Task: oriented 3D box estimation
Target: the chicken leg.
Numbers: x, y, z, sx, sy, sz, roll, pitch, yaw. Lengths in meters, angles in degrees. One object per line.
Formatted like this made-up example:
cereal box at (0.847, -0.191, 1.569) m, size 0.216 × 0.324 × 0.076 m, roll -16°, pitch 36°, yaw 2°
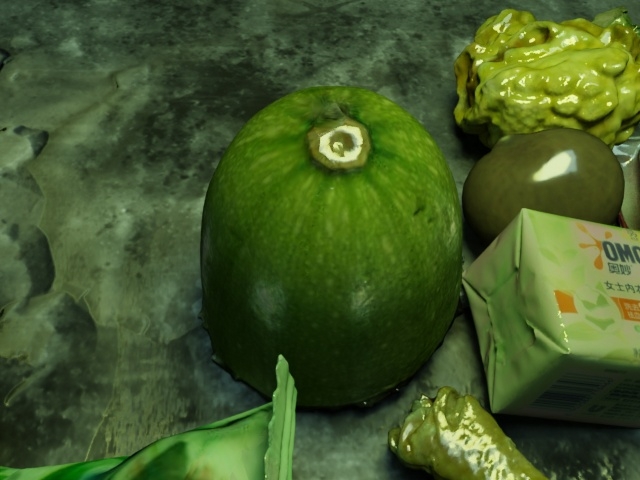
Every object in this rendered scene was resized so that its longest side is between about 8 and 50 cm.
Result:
chicken leg at (0.199, 0.285, 0.603) m, size 0.201 × 0.153 × 0.429 m, roll -29°, pitch 51°, yaw -16°

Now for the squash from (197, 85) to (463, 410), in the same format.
squash at (-0.002, -0.032, 0.709) m, size 0.310 × 0.309 × 0.310 m, roll -3°, pitch 52°, yaw 4°

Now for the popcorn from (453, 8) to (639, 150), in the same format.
popcorn at (0.290, -0.206, 0.967) m, size 0.225 × 0.174 × 0.286 m, roll -32°, pitch 43°, yaw -24°

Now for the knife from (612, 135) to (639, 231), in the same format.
knife at (0.433, -0.089, 0.974) m, size 0.123 × 0.053 × 0.278 m, roll 8°, pitch 52°, yaw 8°

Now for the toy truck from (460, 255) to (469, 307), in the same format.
toy truck at (0.157, 0.044, 0.854) m, size 0.044 × 0.039 × 0.083 m, roll -16°, pitch 51°, yaw 4°

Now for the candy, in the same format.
candy at (-0.198, 0.264, 0.564) m, size 0.397 × 0.172 × 0.263 m, roll -14°, pitch 40°, yaw 6°

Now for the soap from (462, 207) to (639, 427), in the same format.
soap at (0.277, 0.083, 0.748) m, size 0.199 × 0.138 × 0.182 m, roll 9°, pitch 49°, yaw -16°

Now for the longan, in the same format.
longan at (0.268, -0.052, 0.859) m, size 0.189 × 0.189 × 0.189 m, roll 3°, pitch 51°, yaw -3°

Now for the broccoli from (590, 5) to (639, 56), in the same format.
broccoli at (0.449, -0.276, 1.080) m, size 0.162 × 0.138 × 0.145 m, roll -42°, pitch 32°, yaw -18°
